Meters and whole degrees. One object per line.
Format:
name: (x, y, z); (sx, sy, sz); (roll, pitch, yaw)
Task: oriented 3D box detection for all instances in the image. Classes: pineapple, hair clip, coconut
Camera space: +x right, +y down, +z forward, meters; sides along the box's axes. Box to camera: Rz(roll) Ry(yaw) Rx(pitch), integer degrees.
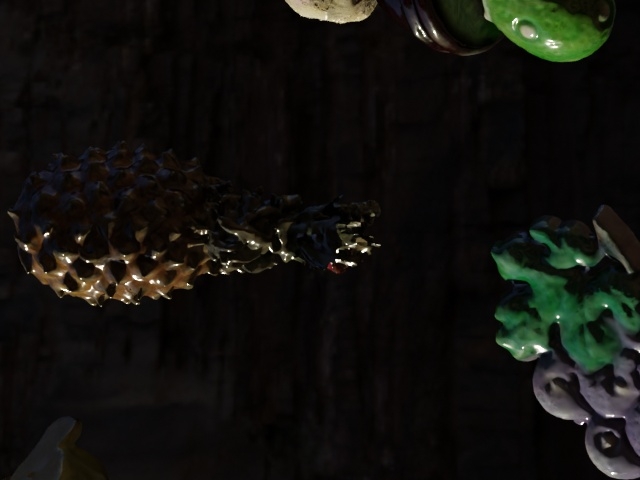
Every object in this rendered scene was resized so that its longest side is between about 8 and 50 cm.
pineapple: (-0.121, -0.017, 1.043); (0.175, 0.361, 0.175); (-1, -90, -77)
hair clip: (0.172, 0.062, 0.563); (0.124, 0.195, 0.052); (-47, -8, 33)
coconut: (0.003, -0.296, 1.171); (0.110, 0.124, 0.110); (-39, -38, -40)

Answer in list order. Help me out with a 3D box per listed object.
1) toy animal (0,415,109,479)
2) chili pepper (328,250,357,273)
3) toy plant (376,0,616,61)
toy animal: (-0.224, 0.327, 0.923); (0.180, 0.181, 0.363); (54, 165, 47)
chili pepper: (0.000, 0.000, 1.606); (0.070, 0.123, 0.073); (4, -78, -41)
toy plant: (0.172, -0.274, 1.086); (0.218, 0.235, 0.175); (44, -110, -41)
